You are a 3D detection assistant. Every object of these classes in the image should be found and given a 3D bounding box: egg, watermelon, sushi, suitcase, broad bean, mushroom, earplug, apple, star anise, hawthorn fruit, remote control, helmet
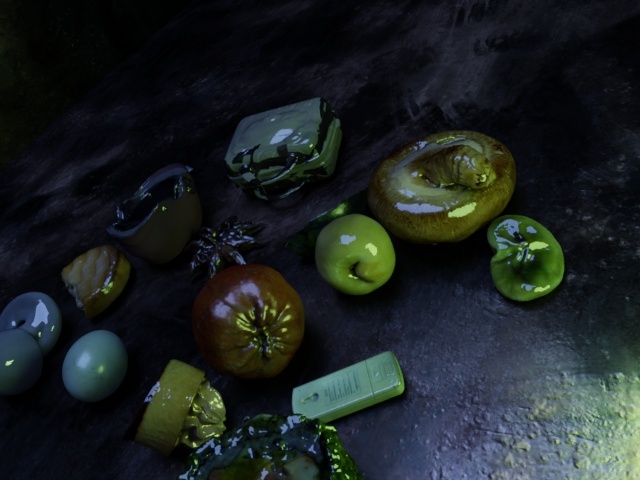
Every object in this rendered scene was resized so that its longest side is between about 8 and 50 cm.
[{"bbox_3d":[-0.557,0.309,1.476,0.150,0.149,0.192,-17,35,16],"label":"egg"},{"bbox_3d":[0.053,-0.056,1.527,0.301,0.123,0.129,-34,25,-19],"label":"watermelon"},{"bbox_3d":[-0.087,0.447,1.000,0.352,0.178,0.294,-19,36,18],"label":"sushi"},{"bbox_3d":[-0.118,-0.274,1.815,0.352,0.194,0.339,-10,44,24],"label":"suitcase"},{"bbox_3d":[0.423,0.038,1.232,0.153,0.072,0.206,-23,50,13],"label":"broad bean"},{"bbox_3d":[0.276,-0.124,1.384,0.346,0.238,0.345,1,20,0],"label":"mushroom"},{"bbox_3d":[-0.858,0.286,1.674,0.214,0.175,0.325,-17,39,13],"label":"earplug"},{"bbox_3d":[0.076,0.031,1.357,0.200,0.200,0.200,-18,39,15],"label":"apple"},{"bbox_3d":[-0.285,0.001,1.688,0.272,0.102,0.271,-15,41,14],"label":"star anise"},{"bbox_3d":[-0.164,0.176,1.303,0.262,0.258,0.258,8,52,40],"label":"hawthorn fruit"},{"bbox_3d":[0.052,0.300,1.188,0.234,0.038,0.098,-24,38,9],"label":"remote control"},{"bbox_3d":[-0.475,-0.067,1.808,0.271,0.197,0.338,-23,29,21],"label":"helmet"}]

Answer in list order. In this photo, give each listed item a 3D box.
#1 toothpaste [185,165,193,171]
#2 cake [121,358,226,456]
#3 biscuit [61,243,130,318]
[{"bbox_3d":[-0.552,-0.205,2.145,0.205,0.036,0.056,-41,37,-20],"label":"toothpaste"},{"bbox_3d":[-0.287,0.367,1.248,0.207,0.178,0.185,-54,8,23],"label":"cake"},{"bbox_3d":[-0.678,0.116,1.819,0.213,0.091,0.274,-40,37,-9],"label":"biscuit"}]
